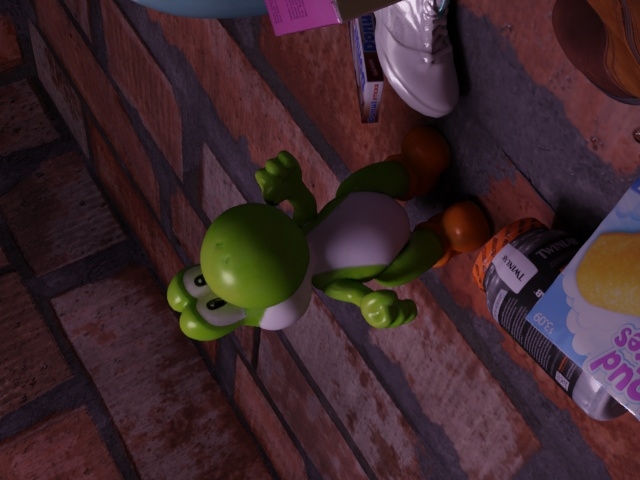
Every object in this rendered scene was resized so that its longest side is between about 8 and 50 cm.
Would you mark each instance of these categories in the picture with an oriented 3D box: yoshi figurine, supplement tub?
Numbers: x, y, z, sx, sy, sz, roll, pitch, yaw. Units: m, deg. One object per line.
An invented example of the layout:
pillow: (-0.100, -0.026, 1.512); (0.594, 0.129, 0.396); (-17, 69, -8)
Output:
yoshi figurine: (0.011, -0.001, 1.008); (0.203, 0.362, 0.202); (38, 145, 50)
supplement tub: (0.241, 0.070, 0.891); (0.190, 0.117, 0.117); (48, 153, 34)

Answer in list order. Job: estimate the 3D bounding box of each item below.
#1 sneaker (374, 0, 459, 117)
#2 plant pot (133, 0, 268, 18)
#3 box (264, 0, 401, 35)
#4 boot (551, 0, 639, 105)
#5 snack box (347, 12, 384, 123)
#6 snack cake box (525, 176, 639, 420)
sneaker: (0.105, -0.231, 0.950); (0.094, 0.080, 0.212); (-11, 104, 52)
plant pot: (-0.123, -0.381, 1.031); (0.293, 0.235, 0.293); (49, 151, 41)
box: (0.055, -0.307, 0.740); (0.117, 0.243, 0.213); (14, 126, 62)
boot: (0.172, -0.162, 0.583); (0.096, 0.280, 0.264); (-48, 40, 19)
snack box: (0.050, -0.217, 1.041); (0.064, 0.022, 0.178); (96, 171, -53)
snack cake box: (0.306, 0.090, 0.699); (0.089, 0.152, 0.264); (23, -163, -49)
